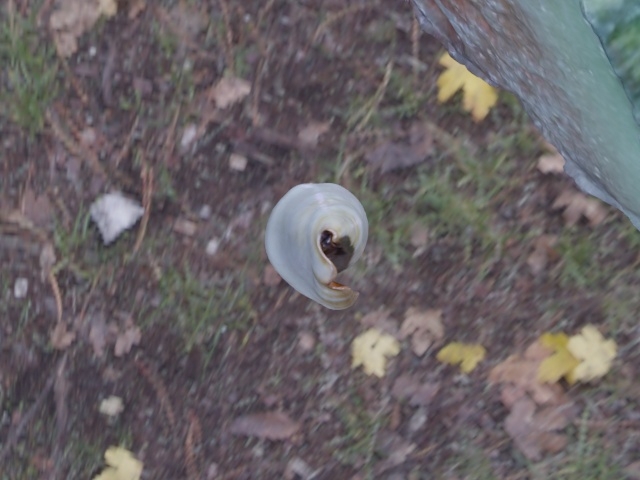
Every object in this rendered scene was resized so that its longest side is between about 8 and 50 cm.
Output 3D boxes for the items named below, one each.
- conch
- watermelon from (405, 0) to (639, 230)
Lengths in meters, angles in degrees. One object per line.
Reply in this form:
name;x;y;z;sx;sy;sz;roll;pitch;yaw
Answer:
conch;0.011;0.004;1.460;0.094;0.176;0.104;21;89;-22
watermelon;0.048;-0.115;0.416;0.154;0.094;0.241;-46;48;-12
